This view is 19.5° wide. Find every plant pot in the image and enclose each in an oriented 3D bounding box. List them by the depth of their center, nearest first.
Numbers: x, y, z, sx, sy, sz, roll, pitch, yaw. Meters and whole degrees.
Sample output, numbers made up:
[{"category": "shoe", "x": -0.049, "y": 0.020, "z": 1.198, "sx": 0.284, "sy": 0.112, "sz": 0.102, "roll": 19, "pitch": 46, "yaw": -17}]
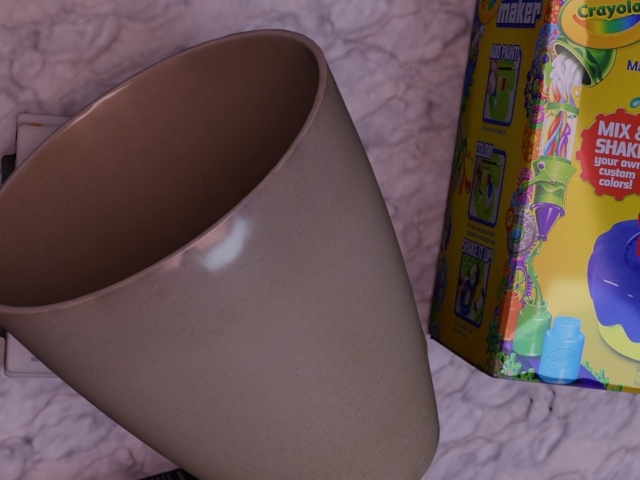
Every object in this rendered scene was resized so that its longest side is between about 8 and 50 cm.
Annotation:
[{"category": "plant pot", "x": -0.042, "y": 0.053, "z": 1.178, "sx": 0.256, "sy": 0.256, "sz": 0.274, "roll": -36, "pitch": 118, "yaw": -5}]

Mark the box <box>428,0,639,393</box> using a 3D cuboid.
[{"category": "box", "x": 0.252, "y": -0.038, "z": 1.301, "sx": 0.290, "sy": 0.177, "sz": 0.279, "roll": 6, "pitch": 95, "yaw": -12}]

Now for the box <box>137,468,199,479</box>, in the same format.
[{"category": "box", "x": -0.101, "y": 0.250, "z": 1.313, "sx": 0.158, "sy": 0.093, "sz": 0.156, "roll": -15, "pitch": 100, "yaw": -10}]

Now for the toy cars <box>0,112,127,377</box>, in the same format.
[{"category": "toy cars", "x": -0.242, "y": 0.084, "z": 1.265, "sx": 0.176, "sy": 0.087, "sz": 0.393, "roll": 44, "pitch": 88, "yaw": -13}]

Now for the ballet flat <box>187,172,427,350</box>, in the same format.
[{"category": "ballet flat", "x": 0.000, "y": 0.000, "z": 1.310, "sx": 0.232, "sy": 0.080, "sz": 0.073, "roll": 38, "pitch": 74, "yaw": -15}]
